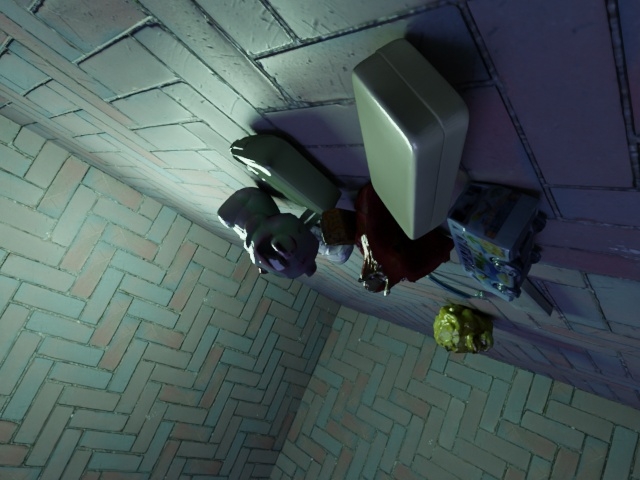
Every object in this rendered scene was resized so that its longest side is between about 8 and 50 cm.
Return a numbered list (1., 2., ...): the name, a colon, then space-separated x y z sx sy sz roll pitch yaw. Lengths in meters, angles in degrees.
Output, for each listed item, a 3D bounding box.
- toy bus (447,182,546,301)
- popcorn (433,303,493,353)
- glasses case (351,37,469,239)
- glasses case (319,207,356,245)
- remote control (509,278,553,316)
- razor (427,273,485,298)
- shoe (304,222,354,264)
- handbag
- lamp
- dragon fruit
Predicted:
1. toy bus: 0.327 0.015 0.766 0.135 0.109 0.329 28 172 31
2. popcorn: 0.550 0.357 1.587 0.233 0.193 0.266 21 -173 -18
3. glasses case: 0.119 -0.110 0.558 0.131 0.070 0.313 58 180 22
4. glasses case: 0.063 -0.027 0.953 0.049 0.075 0.218 -17 174 21
5. remote control: 0.525 0.142 1.086 0.250 0.034 0.103 33 165 -38
6. razor: 0.419 0.147 1.306 0.191 0.037 0.068 23 169 6
7. shoe: 0.000 0.000 1.344 0.137 0.095 0.245 30 173 -37
8. handbag: -0.090 -0.150 0.926 0.219 0.079 0.256 21 169 44
9. lamp: -0.122 -0.034 1.192 0.301 0.247 0.247 43 174 28
10. dragon fruit: 0.143 0.019 0.910 0.262 0.212 0.134 34 156 -21
